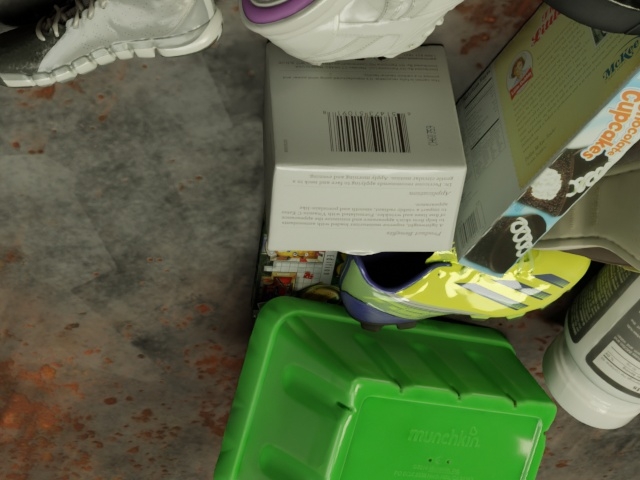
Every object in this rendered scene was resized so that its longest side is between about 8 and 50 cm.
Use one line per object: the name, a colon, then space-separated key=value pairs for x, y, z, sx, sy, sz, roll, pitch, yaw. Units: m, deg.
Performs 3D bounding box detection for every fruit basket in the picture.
fruit basket: x=0.040 y=0.214 z=1.742 sx=0.392 sy=0.392 sz=0.282 roll=13 pitch=98 yaw=-19

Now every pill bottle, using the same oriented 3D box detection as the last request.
pill bottle: x=0.378 y=0.087 z=1.657 sx=0.162 sy=0.162 sz=0.278 roll=13 pitch=137 yaw=-20

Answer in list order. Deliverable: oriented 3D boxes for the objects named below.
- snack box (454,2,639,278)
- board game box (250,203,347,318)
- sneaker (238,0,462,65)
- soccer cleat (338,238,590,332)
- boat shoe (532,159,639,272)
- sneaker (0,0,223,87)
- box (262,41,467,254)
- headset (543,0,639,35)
snack box: x=0.227 y=-0.133 z=1.369 sx=0.060 sy=0.187 sz=0.322 roll=18 pitch=134 yaw=-24
board game box: x=0.000 y=0.000 z=1.623 sx=0.136 sy=0.030 sz=0.259 roll=0 pitch=139 yaw=-9
sneaker: x=0.084 y=-0.246 z=1.309 sx=0.305 sy=0.114 sz=0.152 roll=-18 pitch=151 yaw=21
soccer cleat: x=0.163 y=0.027 z=1.600 sx=0.289 sy=0.093 sz=0.121 roll=-10 pitch=137 yaw=-7
boat shoe: x=0.330 y=-0.020 z=1.473 sx=0.097 sy=0.116 sz=0.324 roll=7 pitch=179 yaw=-34
sneaker: x=-0.209 y=-0.223 z=1.317 sx=0.229 sy=0.086 sz=0.132 roll=-13 pitch=134 yaw=-5
box: x=0.036 y=-0.090 z=1.405 sx=0.181 sy=0.182 sz=0.119 roll=1 pitch=137 yaw=-6
headset: x=0.288 y=-0.282 z=1.199 sx=0.394 sy=0.243 sz=0.185 roll=-6 pitch=168 yaw=-26
